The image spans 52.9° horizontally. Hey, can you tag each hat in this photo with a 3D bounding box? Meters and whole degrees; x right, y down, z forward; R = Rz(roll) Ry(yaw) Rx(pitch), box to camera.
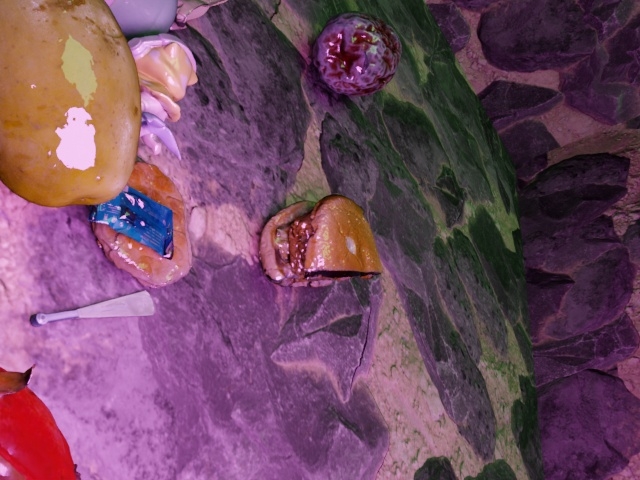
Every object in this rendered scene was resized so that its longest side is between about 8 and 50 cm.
[{"bbox_3d":[-0.236,-0.443,1.188,0.166,0.122,0.081,-38,114,-38],"label":"hat"}]

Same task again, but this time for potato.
[{"bbox_3d":[-0.328,-0.190,0.772,0.216,0.216,0.304,-3,71,-60],"label":"potato"}]

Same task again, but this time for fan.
[{"bbox_3d":[-0.291,0.091,0.838,0.193,0.016,0.038,-1,69,-61],"label":"fan"}]

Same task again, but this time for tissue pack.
[{"bbox_3d":[-0.253,-0.035,0.887,0.138,0.028,0.085,36,42,-46],"label":"tissue pack"}]

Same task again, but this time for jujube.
[{"bbox_3d":[0.098,-0.493,1.701,0.226,0.226,0.317,62,21,-11],"label":"jujube"}]

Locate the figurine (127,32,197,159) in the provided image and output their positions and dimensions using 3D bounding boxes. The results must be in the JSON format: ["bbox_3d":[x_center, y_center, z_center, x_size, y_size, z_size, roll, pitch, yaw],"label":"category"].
[{"bbox_3d":[-0.256,-0.213,0.941,0.208,0.184,0.128,54,-3,30],"label":"figurine"}]

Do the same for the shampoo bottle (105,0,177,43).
[{"bbox_3d":[-0.354,-0.401,0.909,0.349,0.151,0.222,30,15,-50],"label":"shampoo bottle"}]

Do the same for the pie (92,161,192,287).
[{"bbox_3d":[-0.259,-0.026,0.942,0.195,0.046,0.195,41,38,-42],"label":"pie"}]

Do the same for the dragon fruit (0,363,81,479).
[{"bbox_3d":[-0.323,0.239,0.604,0.282,0.100,0.343,7,66,-63],"label":"dragon fruit"}]

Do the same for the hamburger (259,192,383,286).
[{"bbox_3d":[0.000,0.000,1.237,0.288,0.168,0.192,8,65,-58],"label":"hamburger"}]
